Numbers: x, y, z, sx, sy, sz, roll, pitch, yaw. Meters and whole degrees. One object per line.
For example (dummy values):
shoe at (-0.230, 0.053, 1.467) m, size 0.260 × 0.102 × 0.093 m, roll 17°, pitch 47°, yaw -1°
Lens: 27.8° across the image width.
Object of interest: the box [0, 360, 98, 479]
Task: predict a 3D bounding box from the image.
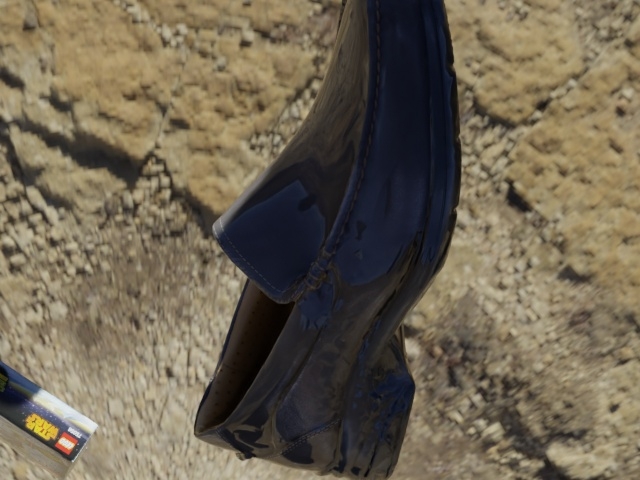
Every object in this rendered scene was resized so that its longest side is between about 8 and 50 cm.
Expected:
box at (-0.194, 0.086, 0.737) m, size 0.137 × 0.094 × 0.027 m, roll 34°, pitch 69°, yaw -2°

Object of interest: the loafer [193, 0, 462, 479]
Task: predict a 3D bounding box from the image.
loafer at (0.000, 0.000, 0.370) m, size 0.061 × 0.062 × 0.170 m, roll 2°, pitch 117°, yaw -11°
